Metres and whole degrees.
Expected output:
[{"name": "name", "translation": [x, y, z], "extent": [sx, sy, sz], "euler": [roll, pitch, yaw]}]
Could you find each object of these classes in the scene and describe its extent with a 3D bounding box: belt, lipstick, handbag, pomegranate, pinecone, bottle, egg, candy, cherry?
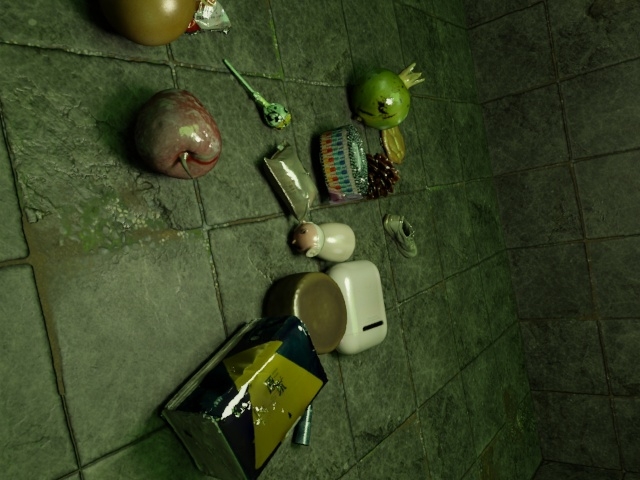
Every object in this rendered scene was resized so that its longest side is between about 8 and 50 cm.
[{"name": "belt", "translation": [0.083, -0.296, 2.029], "extent": [0.207, 0.160, 0.295], "euler": [-18, 99, -68]}, {"name": "lipstick", "translation": [-0.044, 0.582, 1.786], "extent": [0.053, 0.053, 0.234], "euler": [36, 55, -41]}, {"name": "handbag", "translation": [-0.097, -0.214, 1.826], "extent": [0.270, 0.117, 0.182], "euler": [60, 35, -23]}, {"name": "pomegranate", "translation": [0.290, -0.627, 2.228], "extent": [0.260, 0.340, 0.260], "euler": [49, 15, -18]}, {"name": "pinecone", "translation": [0.219, -0.257, 2.163], "extent": [0.207, 0.207, 0.208], "euler": [12, 74, -49]}, {"name": "bottle", "translation": [0.000, 0.000, 1.884], "extent": [0.236, 0.147, 0.148], "euler": [7, 78, -43]}, {"name": "egg", "translation": [-0.457, -0.671, 1.357], "extent": [0.250, 0.250, 0.323], "euler": [10, 64, -50]}, {"name": "candy", "translation": [-0.217, -0.500, 1.763], "extent": [0.305, 0.091, 0.083], "euler": [45, 53, -27]}, {"name": "cherry", "translation": [-0.386, -0.277, 1.403], "extent": [0.236, 0.212, 0.286], "euler": [52, 17, -67]}]

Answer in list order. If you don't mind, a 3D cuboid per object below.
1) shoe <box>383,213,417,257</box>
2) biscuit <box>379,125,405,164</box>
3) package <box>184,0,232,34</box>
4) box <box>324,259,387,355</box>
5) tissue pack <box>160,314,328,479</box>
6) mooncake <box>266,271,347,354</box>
[{"name": "shoe", "translation": [0.394, -0.021, 2.403], "extent": [0.275, 0.098, 0.103], "euler": [48, 53, -36]}, {"name": "biscuit", "translation": [0.347, -0.490, 2.474], "extent": [0.203, 0.041, 0.260], "euler": [-35, 112, -48]}, {"name": "package", "translation": [-0.394, -0.734, 1.599], "extent": [0.269, 0.071, 0.194], "euler": [-14, 92, -38]}, {"name": "box", "translation": [0.138, 0.253, 2.000], "extent": [0.288, 0.141, 0.349], "euler": [-6, 88, -52]}, {"name": "tissue pack", "translation": [-0.200, 0.434, 1.466], "extent": [0.416, 0.253, 0.264], "euler": [-42, 116, -44]}, {"name": "mooncake", "translation": [-0.049, 0.248, 1.760], "extent": [0.284, 0.155, 0.285], "euler": [12, 74, -47]}]
